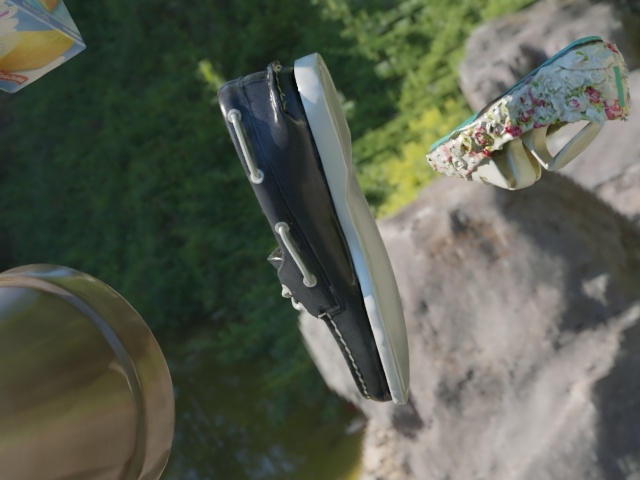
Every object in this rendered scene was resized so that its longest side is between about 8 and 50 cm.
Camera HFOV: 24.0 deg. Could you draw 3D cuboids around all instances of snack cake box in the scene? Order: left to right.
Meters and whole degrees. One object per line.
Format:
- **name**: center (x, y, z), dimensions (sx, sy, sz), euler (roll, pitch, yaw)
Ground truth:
- **snack cake box**: center (-0.314, -0.233, 1.273), dimensions (0.089, 0.152, 0.264), euler (-30, -12, 9)

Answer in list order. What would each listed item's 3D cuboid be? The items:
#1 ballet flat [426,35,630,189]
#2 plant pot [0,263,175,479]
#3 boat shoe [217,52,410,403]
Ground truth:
- **ballet flat**: center (0.168, -0.086, 1.242), dimensions (0.091, 0.077, 0.241), euler (-17, -10, -31)
- **plant pot**: center (-0.369, 0.204, 1.659), dimensions (0.323, 0.323, 0.280), euler (-20, 0, 27)
- **boat shoe**: center (0.000, 0.000, 1.224), dimensions (0.091, 0.302, 0.114), euler (-14, 13, 10)
